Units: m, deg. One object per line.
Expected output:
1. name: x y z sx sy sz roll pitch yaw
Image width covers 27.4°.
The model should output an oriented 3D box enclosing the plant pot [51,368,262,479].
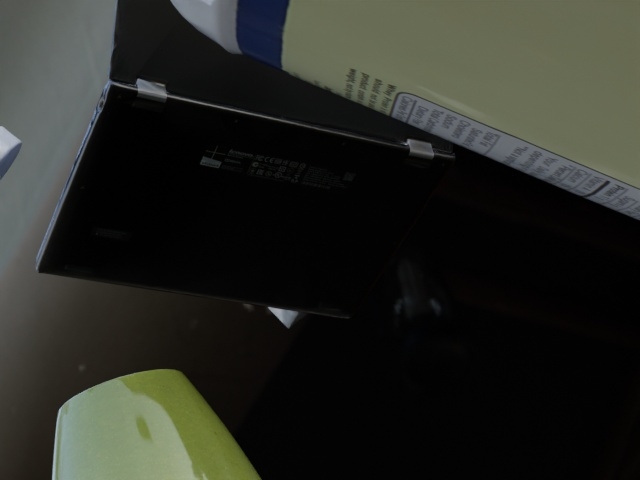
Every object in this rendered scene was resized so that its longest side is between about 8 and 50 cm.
1. plant pot: -0.158 0.289 1.304 0.275 0.293 0.275 -19 -19 -7

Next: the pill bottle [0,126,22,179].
1. pill bottle: -0.458 -0.141 1.439 0.246 0.136 0.136 37 -63 -5

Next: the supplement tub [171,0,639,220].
1. supplement tub: 0.138 -0.114 0.385 0.325 0.235 0.235 22 -54 2

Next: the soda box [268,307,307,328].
1. soda box: 0.000 0.000 1.876 0.098 0.091 0.286 -34 -16 -41

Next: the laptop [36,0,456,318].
1. laptop: -0.071 -0.154 1.408 0.382 0.236 0.408 10 -49 -24
